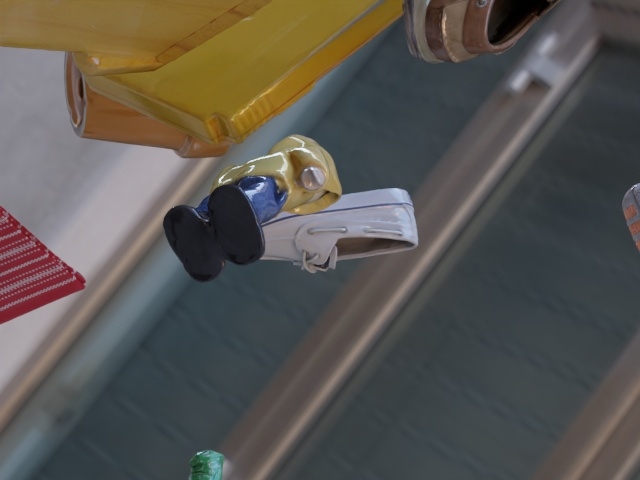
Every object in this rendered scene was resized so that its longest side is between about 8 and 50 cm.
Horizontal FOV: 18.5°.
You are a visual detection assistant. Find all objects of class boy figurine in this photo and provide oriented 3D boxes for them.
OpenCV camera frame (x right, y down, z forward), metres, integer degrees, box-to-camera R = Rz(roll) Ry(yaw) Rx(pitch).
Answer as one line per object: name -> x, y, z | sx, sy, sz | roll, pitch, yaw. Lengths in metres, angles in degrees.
boy figurine -> -0.063, -0.040, 2.008 | 0.092, 0.177, 0.285 | 65, 23, -4

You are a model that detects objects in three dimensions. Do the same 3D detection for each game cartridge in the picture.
game cartridge -> -0.078, -0.243, 2.283 | 0.285, 0.323, 0.053 | 26, -30, 46

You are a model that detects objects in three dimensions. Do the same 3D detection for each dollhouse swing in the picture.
dollhouse swing -> -0.189, -0.355, 2.051 | 0.305, 0.315, 0.347 | 17, -29, -37

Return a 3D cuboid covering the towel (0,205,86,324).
towel -> -0.455, 0.022, 2.539 | 0.275, 0.199, 0.031 | 48, 26, -45

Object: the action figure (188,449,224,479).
action figure -> -0.106, 0.313, 1.873 | 0.137, 0.063, 0.232 | 19, -68, 62

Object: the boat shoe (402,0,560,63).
boat shoe -> 0.218, -0.286, 2.053 | 0.116, 0.324, 0.123 | 13, -40, 39

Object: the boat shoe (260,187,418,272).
boat shoe -> 0.000, 0.000, 2.625 | 0.096, 0.267, 0.088 | 110, -31, -63

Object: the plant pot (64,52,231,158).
plant pot -> -0.223, -0.202, 2.505 | 0.205, 0.188, 0.205 | 175, -90, -72

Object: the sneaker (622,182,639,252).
sneaker -> 0.472, -0.064, 2.270 | 0.321, 0.180, 0.124 | 155, -84, -83
